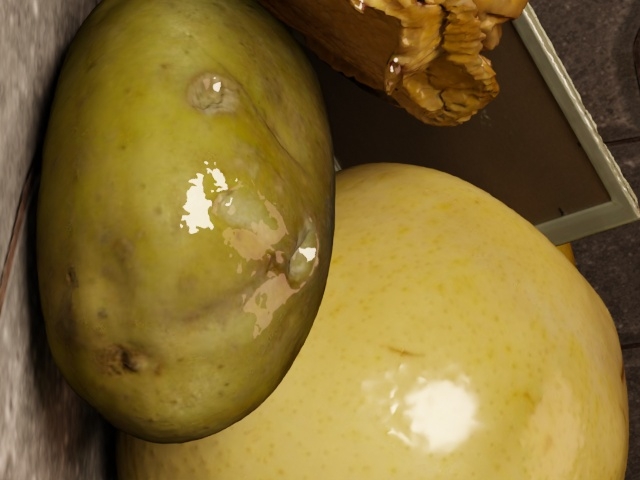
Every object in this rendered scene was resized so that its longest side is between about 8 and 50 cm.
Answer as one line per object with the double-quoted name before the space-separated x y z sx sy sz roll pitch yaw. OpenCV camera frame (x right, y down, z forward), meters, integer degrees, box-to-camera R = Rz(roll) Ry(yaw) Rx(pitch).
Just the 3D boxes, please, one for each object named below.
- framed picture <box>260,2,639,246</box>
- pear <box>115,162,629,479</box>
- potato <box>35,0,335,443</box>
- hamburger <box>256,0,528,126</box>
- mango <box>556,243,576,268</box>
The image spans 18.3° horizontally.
"framed picture" 0.069 -0.088 1.264 0.232 0.019 0.296 61 -28 -5
"pear" 0.037 0.104 1.165 0.309 0.309 0.309 0 90 -84
"potato" -0.066 -0.019 0.987 0.228 0.149 0.197 -85 -176 -61
"hamburger" 0.002 -0.194 1.011 0.318 0.158 0.318 45 -4 4
"mango" 0.079 0.028 1.807 0.220 0.301 0.445 42 23 -48
